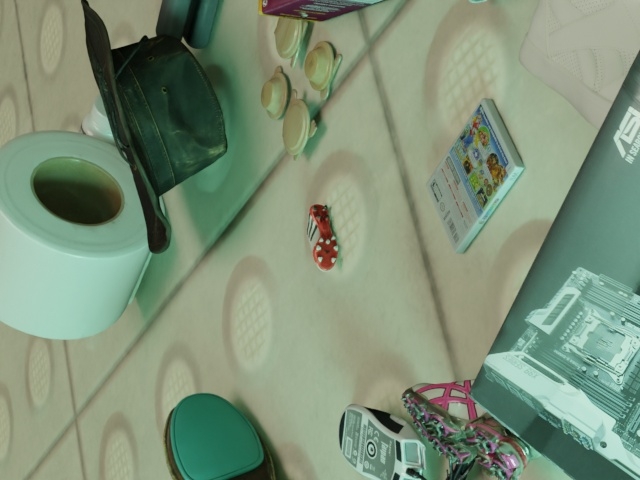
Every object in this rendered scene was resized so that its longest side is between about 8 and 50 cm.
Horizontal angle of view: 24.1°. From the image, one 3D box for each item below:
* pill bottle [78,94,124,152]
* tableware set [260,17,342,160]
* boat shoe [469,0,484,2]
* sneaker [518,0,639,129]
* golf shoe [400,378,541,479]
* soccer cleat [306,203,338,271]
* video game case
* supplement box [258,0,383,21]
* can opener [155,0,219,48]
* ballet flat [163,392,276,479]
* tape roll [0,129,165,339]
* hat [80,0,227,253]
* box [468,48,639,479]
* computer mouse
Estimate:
[{"bbox_3d":[-0.311,-0.138,2.153,0.137,0.078,0.078,-64,37,36],"label":"pill bottle"},{"bbox_3d":[-0.028,-0.182,1.696,0.168,0.020,0.141,57,134,48],"label":"tableware set"},{"bbox_3d":[0.166,-0.255,1.273,0.226,0.083,0.075,166,90,-84],"label":"boat shoe"},{"bbox_3d":[0.247,-0.169,1.099,0.292,0.108,0.169,46,131,54],"label":"sneaker"},{"bbox_3d":[0.143,0.154,1.315,0.186,0.086,0.067,16,138,59],"label":"golf shoe"},{"bbox_3d":[0.000,0.000,1.627,0.035,0.029,0.083,120,145,-55],"label":"soccer cleat"},{"bbox_3d":[0.141,-0.059,1.387,0.122,0.011,0.087,-59,39,42],"label":"video game case"},{"bbox_3d":[0.011,-0.296,1.566,0.188,0.081,0.104,-4,84,61],"label":"supplement box"},{"bbox_3d":[-0.134,-0.357,1.845,0.095,0.076,0.283,56,136,49],"label":"can opener"},{"bbox_3d":[-0.092,0.303,1.698,0.348,0.123,0.123,45,127,54],"label":"ballet flat"},{"bbox_3d":[-0.353,-0.010,2.049,0.169,0.246,0.246,-63,37,39],"label":"tape roll"},{"bbox_3d":[-0.193,-0.153,1.857,0.331,0.134,0.331,163,90,-79],"label":"hat"},{"bbox_3d":[0.261,0.051,0.990,0.242,0.076,0.307,38,126,23],"label":"box"},{"bbox_3d":[0.084,0.208,1.447,0.193,0.042,0.106,29,118,53],"label":"computer mouse"}]
